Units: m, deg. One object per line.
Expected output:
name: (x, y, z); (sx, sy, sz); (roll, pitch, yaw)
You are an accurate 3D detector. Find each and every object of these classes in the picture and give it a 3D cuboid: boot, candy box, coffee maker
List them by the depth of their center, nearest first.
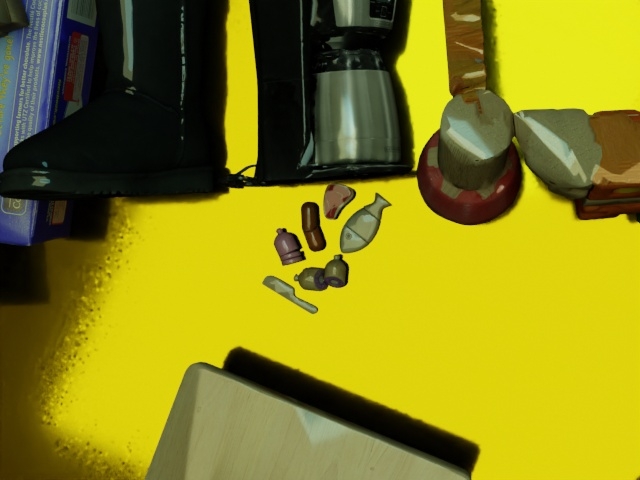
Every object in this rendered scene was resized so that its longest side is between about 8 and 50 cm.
boot: (-0.176, -0.137, 1.207); (0.094, 0.246, 0.207); (-2, 93, 33)
coffee maker: (-0.014, -0.138, 1.235); (0.171, 0.120, 0.178); (-4, 90, 10)
candy box: (-0.369, -0.150, 1.290); (0.317, 0.122, 0.268); (9, 94, 7)

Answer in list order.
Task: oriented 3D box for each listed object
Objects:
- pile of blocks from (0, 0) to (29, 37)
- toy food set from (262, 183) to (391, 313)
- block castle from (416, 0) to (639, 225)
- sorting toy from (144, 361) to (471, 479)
pile of blocks: (-0.352, -0.088, 1.172); (0.148, 0.112, 0.362); (20, 97, 7)
toy food set: (0.000, 0.000, 1.285); (0.078, 0.019, 0.122); (31, 95, 7)
block castle: (0.296, -0.171, 1.147); (0.453, 0.213, 0.303); (-3, 79, 2)
sorting toy: (-0.032, 0.265, 1.259); (0.255, 0.089, 0.257); (22, 95, 8)
